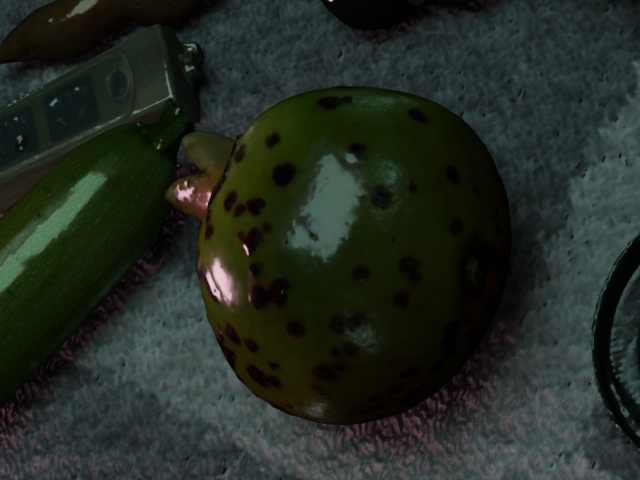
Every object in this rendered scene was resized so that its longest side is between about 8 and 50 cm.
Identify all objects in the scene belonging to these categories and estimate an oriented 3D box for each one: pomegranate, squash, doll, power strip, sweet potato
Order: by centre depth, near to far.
[{"bbox_3d":[0.001,0.016,1.309,0.286,0.231,0.231,-14,56,55],"label":"pomegranate"},{"bbox_3d":[0.074,-0.214,1.442,0.179,0.102,0.089,-17,99,19],"label":"doll"},{"bbox_3d":[-0.238,0.047,1.458,0.395,0.107,0.107,-46,54,-2],"label":"squash"},{"bbox_3d":[-0.223,-0.085,1.555,0.286,0.048,0.080,-25,56,16],"label":"power strip"},{"bbox_3d":[-0.183,-0.193,1.582,0.218,0.051,0.065,-16,62,20],"label":"sweet potato"}]

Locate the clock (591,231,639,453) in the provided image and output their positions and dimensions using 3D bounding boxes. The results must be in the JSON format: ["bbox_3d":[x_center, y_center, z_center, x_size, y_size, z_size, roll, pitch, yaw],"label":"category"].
[{"bbox_3d":[0.282,0.064,1.219,0.215,0.042,0.215,-12,61,22],"label":"clock"}]
